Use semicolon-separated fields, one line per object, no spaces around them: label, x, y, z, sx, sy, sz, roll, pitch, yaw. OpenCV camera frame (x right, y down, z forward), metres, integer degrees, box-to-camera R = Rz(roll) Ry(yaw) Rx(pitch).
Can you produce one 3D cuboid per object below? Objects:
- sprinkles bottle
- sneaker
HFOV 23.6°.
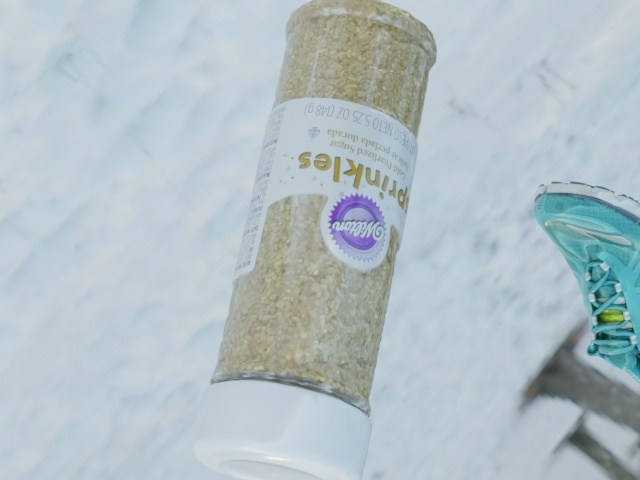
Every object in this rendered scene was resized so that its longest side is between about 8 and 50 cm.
sprinkles bottle;0.000;0.000;1.120;0.121;0.121;0.355;76;23;-67
sneaker;0.276;0.056;1.354;0.107;0.275;0.110;-5;-138;52
